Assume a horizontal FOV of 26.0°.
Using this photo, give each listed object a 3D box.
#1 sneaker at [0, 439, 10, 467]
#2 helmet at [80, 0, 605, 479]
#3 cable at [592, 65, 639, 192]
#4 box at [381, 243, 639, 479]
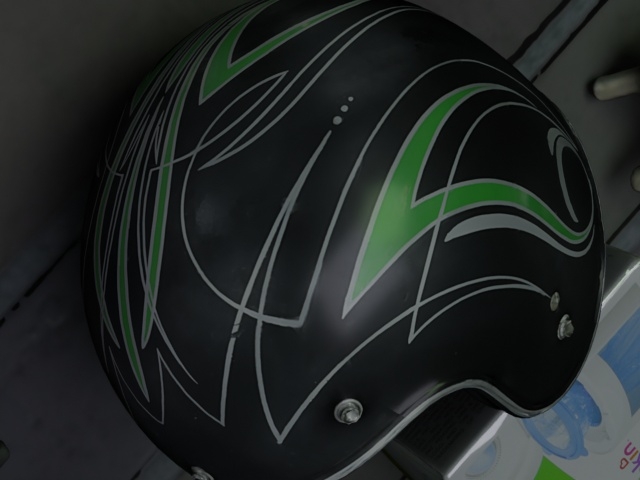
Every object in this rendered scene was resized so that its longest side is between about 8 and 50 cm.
[{"bbox_3d":[-0.216,0.015,0.401,0.135,0.098,0.276,-39,118,-15],"label":"sneaker"},{"bbox_3d":[0.000,0.000,0.468,0.162,0.169,0.169,1,103,-42],"label":"helmet"},{"bbox_3d":[0.253,-0.077,0.531,0.139,0.287,0.072,47,43,-13],"label":"cable"},{"bbox_3d":[0.117,0.099,0.584,0.114,0.103,0.203,-47,118,-8],"label":"box"}]
